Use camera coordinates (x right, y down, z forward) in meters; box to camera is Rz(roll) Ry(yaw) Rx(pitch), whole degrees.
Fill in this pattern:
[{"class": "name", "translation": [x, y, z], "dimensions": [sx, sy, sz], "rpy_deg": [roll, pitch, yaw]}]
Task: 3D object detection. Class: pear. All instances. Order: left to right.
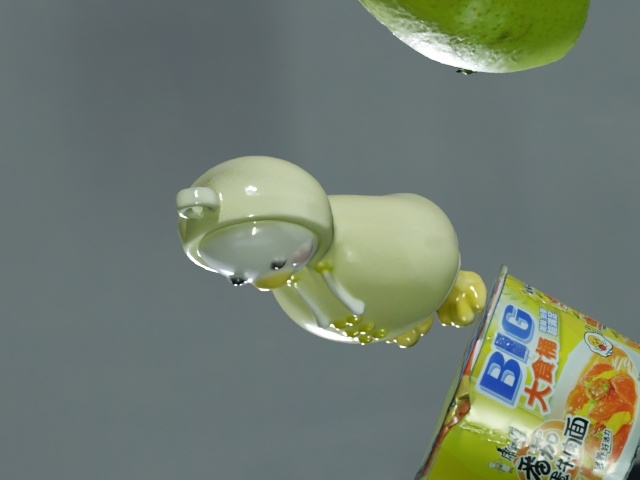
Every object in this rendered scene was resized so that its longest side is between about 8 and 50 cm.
[{"class": "pear", "translation": [0.119, -0.289, 1.693], "dimensions": [0.288, 0.139, 0.239], "rpy_deg": [50, 145, 10]}]

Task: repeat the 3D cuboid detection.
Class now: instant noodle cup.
[{"class": "instant noodle cup", "translation": [0.175, 0.140, 1.538], "dimensions": [0.205, 0.153, 0.205], "rpy_deg": [24, -90, -86]}]

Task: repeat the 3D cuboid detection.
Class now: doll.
[{"class": "doll", "translation": [0.001, 0.012, 1.365], "dimensions": [0.141, 0.296, 0.117], "rpy_deg": [-16, 73, 36]}]
